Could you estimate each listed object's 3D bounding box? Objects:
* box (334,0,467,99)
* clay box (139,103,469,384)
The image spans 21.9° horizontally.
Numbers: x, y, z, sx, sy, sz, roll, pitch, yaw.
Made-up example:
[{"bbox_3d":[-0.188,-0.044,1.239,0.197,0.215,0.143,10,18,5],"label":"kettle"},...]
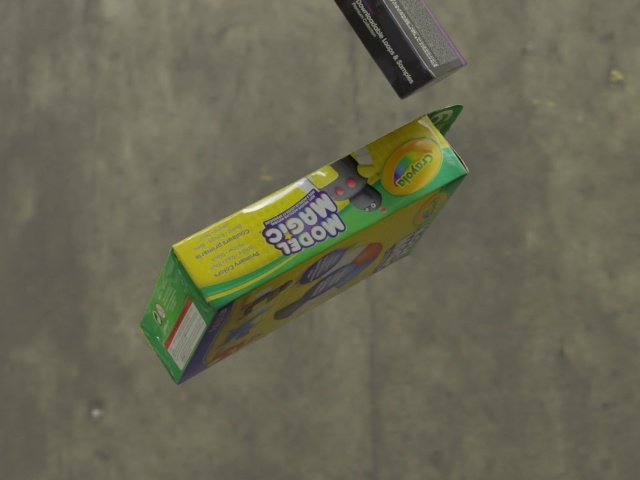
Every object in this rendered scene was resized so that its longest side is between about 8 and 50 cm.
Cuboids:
[{"bbox_3d":[0.040,-0.146,1.030,0.029,0.162,0.116,-34,91,13],"label":"box"},{"bbox_3d":[0.000,0.000,1.034,0.053,0.222,0.127,56,154,13],"label":"clay box"}]
